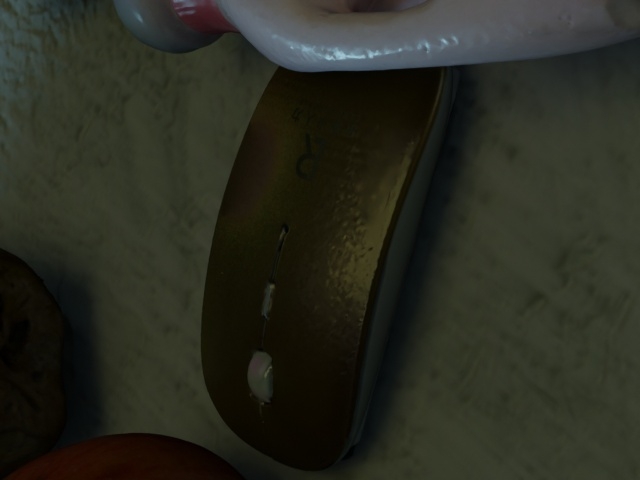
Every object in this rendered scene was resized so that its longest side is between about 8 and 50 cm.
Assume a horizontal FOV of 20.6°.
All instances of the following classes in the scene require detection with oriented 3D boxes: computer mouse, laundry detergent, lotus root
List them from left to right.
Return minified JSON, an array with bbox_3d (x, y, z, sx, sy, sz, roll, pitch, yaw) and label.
[{"bbox_3d":[-0.294,0.077,1.112,0.291,0.193,0.193,-10,76,38],"label":"lotus root"},{"bbox_3d":[0.000,0.000,0.940,0.126,0.056,0.245,22,99,43],"label":"computer mouse"},{"bbox_3d":[0.031,-0.146,0.893,0.335,0.088,0.159,-2,49,40],"label":"laundry detergent"}]

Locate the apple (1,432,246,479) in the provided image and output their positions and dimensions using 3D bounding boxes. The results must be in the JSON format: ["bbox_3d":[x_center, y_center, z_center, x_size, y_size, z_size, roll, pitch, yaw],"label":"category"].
[{"bbox_3d":[-0.107,0.204,0.926,0.209,0.164,0.209,-10,75,43],"label":"apple"}]
